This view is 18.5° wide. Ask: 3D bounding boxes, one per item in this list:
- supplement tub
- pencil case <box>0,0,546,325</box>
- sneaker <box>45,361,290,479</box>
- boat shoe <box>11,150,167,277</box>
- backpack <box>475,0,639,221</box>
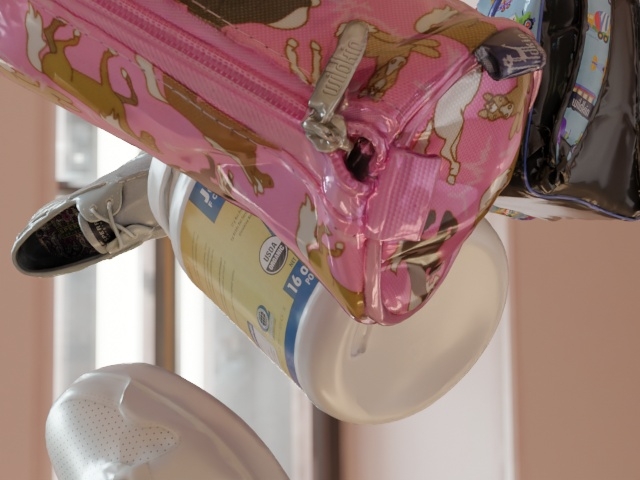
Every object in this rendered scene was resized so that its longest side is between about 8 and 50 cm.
[{"bbox_3d":[0.000,0.000,1.166,0.144,0.144,0.199,8,25,-45],"label":"supplement tub"},{"bbox_3d":[-0.085,-0.115,0.939,0.386,0.160,0.167,32,-34,18],"label":"pencil case"},{"bbox_3d":[-0.084,0.170,0.911,0.169,0.108,0.292,-7,43,-43],"label":"sneaker"},{"bbox_3d":[-0.180,-0.017,1.718,0.227,0.079,0.081,-22,18,36],"label":"boat shoe"},{"bbox_3d":[0.144,-0.104,1.241,0.117,0.173,0.158,2,-6,41],"label":"backpack"}]
